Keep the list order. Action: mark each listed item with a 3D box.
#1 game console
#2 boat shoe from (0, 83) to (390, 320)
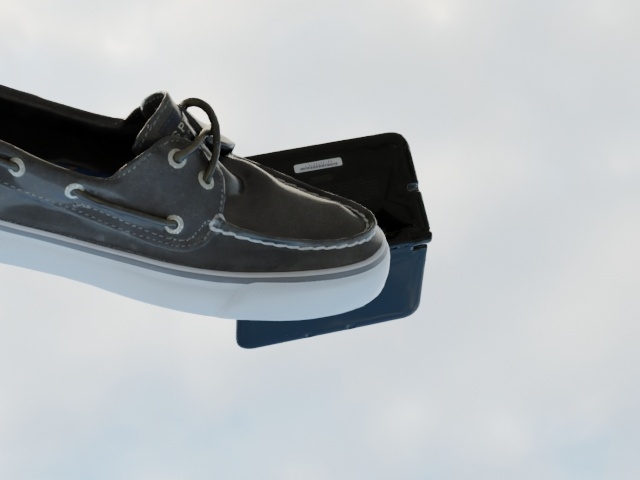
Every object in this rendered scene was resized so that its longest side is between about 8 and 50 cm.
[{"bbox_3d":[0.000,0.000,1.042,0.122,0.071,0.107,-11,-101,-15],"label":"game console"},{"bbox_3d":[-0.077,-0.028,0.704,0.228,0.076,0.080,13,-149,-4],"label":"boat shoe"}]
